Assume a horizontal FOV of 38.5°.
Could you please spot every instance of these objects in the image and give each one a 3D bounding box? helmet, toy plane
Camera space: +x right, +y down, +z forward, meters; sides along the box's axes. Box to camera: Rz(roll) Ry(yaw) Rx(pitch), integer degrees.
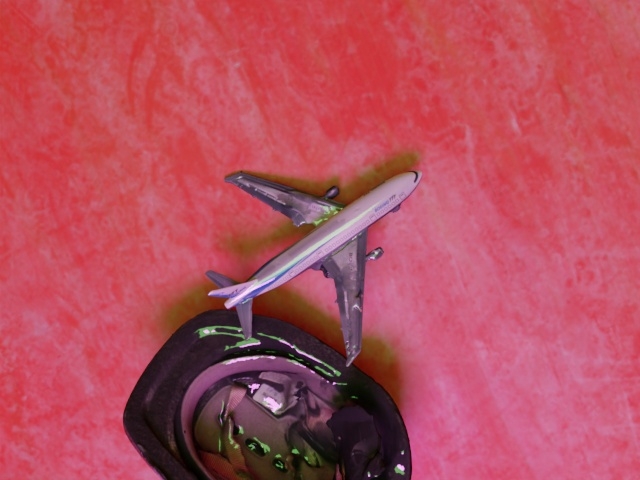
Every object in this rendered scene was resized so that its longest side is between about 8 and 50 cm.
[{"bbox_3d":[-0.039,0.194,0.846,0.253,0.154,0.198,21,59,21],"label":"helmet"},{"bbox_3d":[-0.001,0.002,0.847,0.226,0.058,0.226,-31,66,-9],"label":"toy plane"}]
